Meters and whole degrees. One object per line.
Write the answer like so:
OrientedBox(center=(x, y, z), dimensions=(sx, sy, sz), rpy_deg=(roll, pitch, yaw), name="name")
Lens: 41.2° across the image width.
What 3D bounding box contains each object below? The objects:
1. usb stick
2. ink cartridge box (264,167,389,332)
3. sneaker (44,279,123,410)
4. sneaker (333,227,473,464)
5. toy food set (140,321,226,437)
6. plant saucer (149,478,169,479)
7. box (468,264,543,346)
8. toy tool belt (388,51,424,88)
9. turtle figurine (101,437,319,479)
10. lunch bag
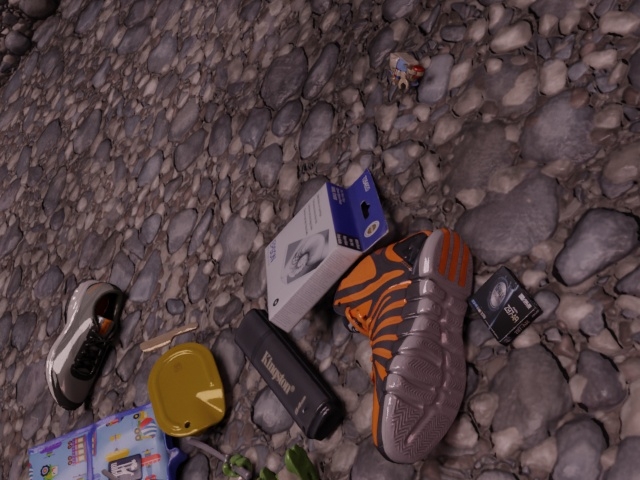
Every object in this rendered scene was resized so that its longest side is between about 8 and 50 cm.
OrientedBox(center=(-0.055, 0.199, 1.314), dimensions=(0.077, 0.045, 0.278), rpy_deg=(-56, 41, 8), name="usb stick")
OrientedBox(center=(0.000, 0.000, 1.312), dimensions=(0.224, 0.045, 0.223), rpy_deg=(-46, 23, 18), name="ink cartridge box")
OrientedBox(center=(-0.472, 0.206, 1.717), dimensions=(0.108, 0.100, 0.271), rpy_deg=(-4, 67, 40), name="sneaker")
OrientedBox(center=(0.097, 0.143, 1.143), dimensions=(0.180, 0.124, 0.321), rpy_deg=(-15, 48, 46), name="sneaker")
OrientedBox(center=(-0.222, 0.250, 1.458), dimensions=(0.128, 0.071, 0.218), rpy_deg=(-28, 49, 3), name="toy food set")
OrientedBox(center=(-0.261, 0.467, 1.331), dimensions=(0.067, 0.018, 0.192), rpy_deg=(-1, 58, 15), name="plant saucer")
OrientedBox(center=(0.235, 0.083, 1.088), dimensions=(0.067, 0.018, 0.083), rpy_deg=(-48, 42, 18), name="box")
OrientedBox(center=(0.138, -0.265, 1.365), dimensions=(0.083, 0.052, 0.051), rpy_deg=(-126, 38, -50), name="toy tool belt")
OrientedBox(center=(-0.157, 0.356, 1.223), dimensions=(0.266, 0.198, 0.275), rpy_deg=(-32, 52, 27), name="turtle figurine")
OrientedBox(center=(-0.349, 0.425, 1.467), dimensions=(0.293, 0.138, 0.221), rpy_deg=(-27, 52, 17), name="lunch bag")
